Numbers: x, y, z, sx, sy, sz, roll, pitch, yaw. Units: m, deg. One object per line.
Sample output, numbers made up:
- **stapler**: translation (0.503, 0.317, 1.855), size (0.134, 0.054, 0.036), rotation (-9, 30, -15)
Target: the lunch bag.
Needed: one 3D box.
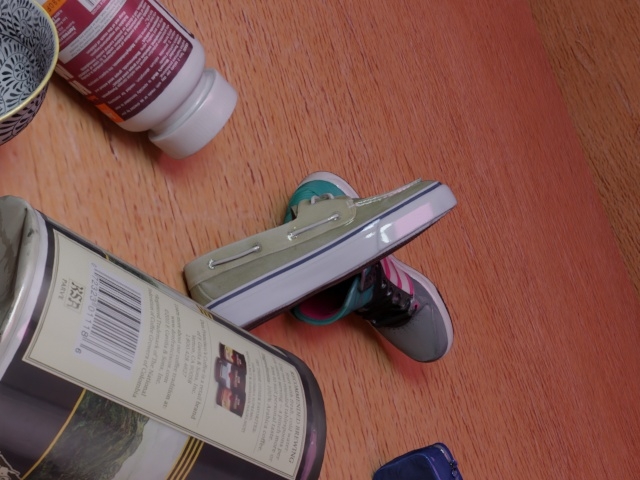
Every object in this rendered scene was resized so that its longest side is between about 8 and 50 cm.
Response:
- **lunch bag**: translation (0.123, 0.286, 1.004), size (0.065, 0.098, 0.067), rotation (-7, 70, -59)

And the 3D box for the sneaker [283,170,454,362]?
- **sneaker**: translation (0.051, 0.066, 1.011), size (0.295, 0.123, 0.178), rotation (50, 30, -10)

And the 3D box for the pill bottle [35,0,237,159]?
- **pill bottle**: translation (-0.194, -0.187, 0.829), size (0.221, 0.121, 0.121), rotation (43, 39, -31)

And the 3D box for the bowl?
- **bowl**: translation (-0.290, -0.122, 0.665), size (0.080, 0.170, 0.170), rotation (98, -6, -57)

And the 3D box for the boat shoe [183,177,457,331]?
- **boat shoe**: translation (0.000, 0.000, 0.870), size (0.094, 0.302, 0.109), rotation (61, -11, 7)

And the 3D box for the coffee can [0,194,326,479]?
- **coffee can**: translation (-0.159, 0.120, 0.613), size (0.275, 0.201, 0.202), rotation (36, 43, -37)
